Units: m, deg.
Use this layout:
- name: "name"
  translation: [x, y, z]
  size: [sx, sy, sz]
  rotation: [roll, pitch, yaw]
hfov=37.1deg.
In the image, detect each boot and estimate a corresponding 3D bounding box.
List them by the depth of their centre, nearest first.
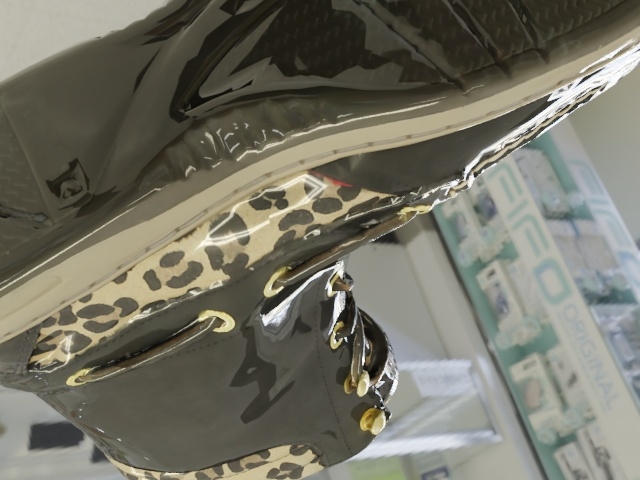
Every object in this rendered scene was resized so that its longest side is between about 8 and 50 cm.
- name: "boot"
  translation: [0.000, 0.000, 0.496]
  size: [0.377, 0.138, 0.284]
  rotation: [-28, 145, -6]
